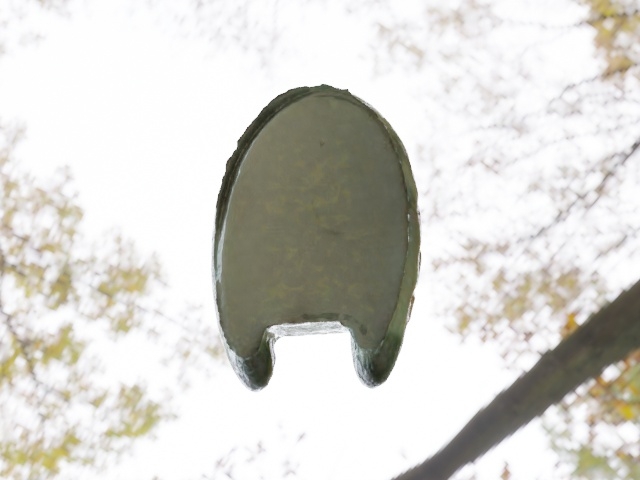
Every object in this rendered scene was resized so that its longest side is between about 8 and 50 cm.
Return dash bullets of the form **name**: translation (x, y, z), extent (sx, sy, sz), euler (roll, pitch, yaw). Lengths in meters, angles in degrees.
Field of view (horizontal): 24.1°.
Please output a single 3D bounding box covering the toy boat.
- **toy boat**: translation (0.000, 0.000, 0.958), extent (0.134, 0.079, 0.207), euler (-6, -114, 13)
